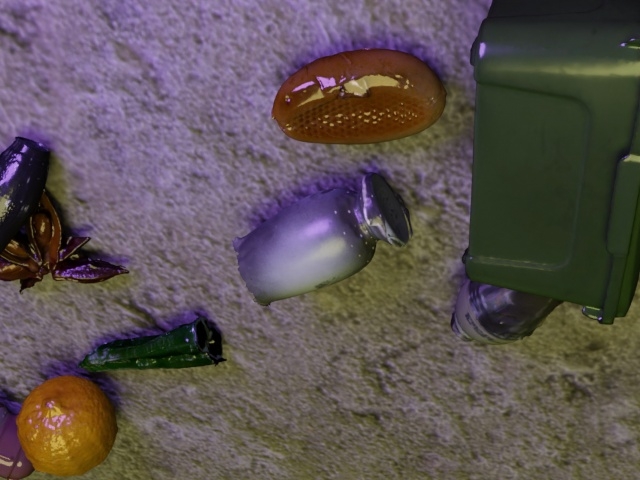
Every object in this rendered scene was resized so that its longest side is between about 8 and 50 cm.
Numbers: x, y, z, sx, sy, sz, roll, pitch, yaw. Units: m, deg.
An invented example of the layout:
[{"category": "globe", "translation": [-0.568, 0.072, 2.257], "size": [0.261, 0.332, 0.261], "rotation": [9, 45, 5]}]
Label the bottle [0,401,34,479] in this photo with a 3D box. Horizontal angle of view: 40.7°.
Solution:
[{"category": "bottle", "translation": [-0.549, 0.287, 1.325], "size": [0.253, 0.120, 0.120], "rotation": [25, 126, -14]}]

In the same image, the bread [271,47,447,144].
[{"category": "bread", "translation": [0.042, -0.157, 0.938], "size": [0.189, 0.077, 0.114], "rotation": [-3, 147, 8]}]

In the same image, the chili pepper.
[{"category": "chili pepper", "translation": [-0.251, 0.163, 1.233], "size": [0.227, 0.059, 0.088], "rotation": [-13, 137, 21]}]

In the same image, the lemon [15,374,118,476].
[{"category": "lemon", "translation": [-0.374, 0.280, 1.282], "size": [0.142, 0.142, 0.187], "rotation": [9, 141, 0]}]

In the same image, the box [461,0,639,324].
[{"category": "box", "translation": [0.238, -0.106, 0.852], "size": [0.178, 0.252, 0.328], "rotation": [4, 127, 15]}]

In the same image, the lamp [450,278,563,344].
[{"category": "lamp", "translation": [0.225, 0.071, 1.042], "size": [0.101, 0.101, 0.250], "rotation": [20, 153, -9]}]

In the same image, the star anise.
[{"category": "star anise", "translation": [-0.372, 0.004, 1.125], "size": [0.212, 0.053, 0.157], "rotation": [-7, 127, 14]}]

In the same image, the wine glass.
[{"category": "wine glass", "translation": [0.000, 0.000, 1.039], "size": [0.204, 0.111, 0.111], "rotation": [-24, 121, 20]}]

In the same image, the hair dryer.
[{"category": "hair dryer", "translation": [-0.455, -0.071, 1.057], "size": [0.219, 0.075, 0.195], "rotation": [31, 97, 5]}]
